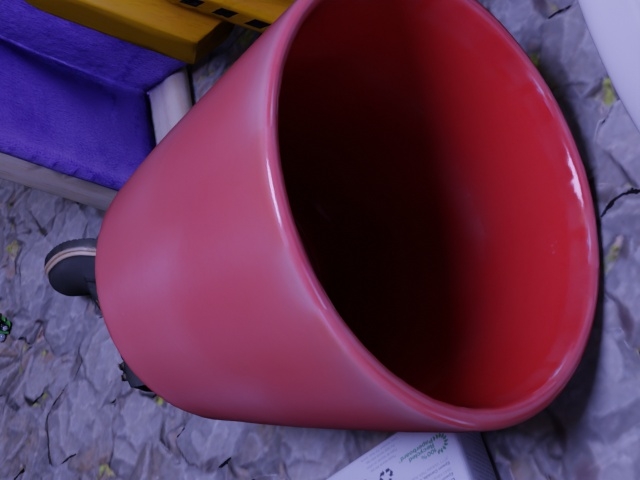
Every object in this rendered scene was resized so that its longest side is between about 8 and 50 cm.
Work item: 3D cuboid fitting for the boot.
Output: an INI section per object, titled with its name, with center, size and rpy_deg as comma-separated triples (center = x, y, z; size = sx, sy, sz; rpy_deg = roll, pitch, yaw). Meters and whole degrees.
[boot]
center = -0.176, 0.069, 0.971
size = 0.198, 0.077, 0.137
rpy_deg = -9, 72, 42

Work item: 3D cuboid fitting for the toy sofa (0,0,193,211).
[toy sofa]
center = -0.262, -0.145, 0.931
size = 0.177, 0.362, 0.150
rpy_deg = -36, 51, 34

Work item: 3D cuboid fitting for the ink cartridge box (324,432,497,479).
[ink cartridge box]
center = 0.033, 0.248, 0.691
size = 0.223, 0.045, 0.224
rpy_deg = -38, 42, 25

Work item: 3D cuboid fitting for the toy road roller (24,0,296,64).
[toy road roller]
center = -0.063, -0.245, 0.804
size = 0.240, 0.329, 0.202
rpy_deg = 137, 151, -83

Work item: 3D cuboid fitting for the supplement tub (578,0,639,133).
[supplement tub]
center = 0.300, -0.162, 0.487
size = 0.331, 0.241, 0.241
rpy_deg = -23, 58, 35

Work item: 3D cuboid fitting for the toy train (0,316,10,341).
[toy train]
center = -0.346, 0.082, 1.164
size = 0.083, 0.017, 0.023
rpy_deg = 27, 102, 46

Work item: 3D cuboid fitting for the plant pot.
[plant pot]
center = 0.000, 0.000, 0.714
size = 0.243, 0.275, 0.275
rpy_deg = -23, 58, 47
